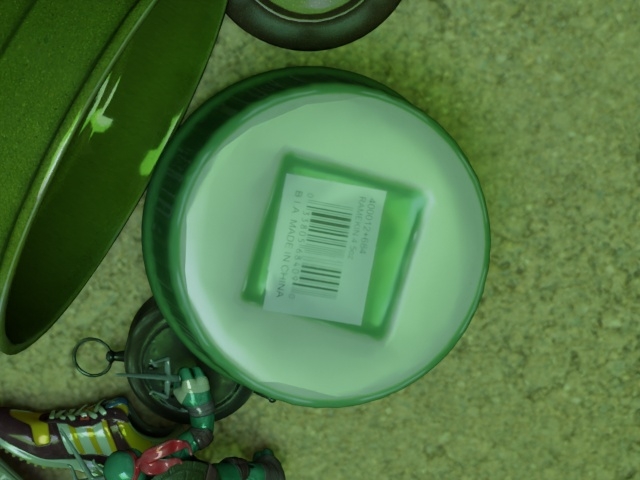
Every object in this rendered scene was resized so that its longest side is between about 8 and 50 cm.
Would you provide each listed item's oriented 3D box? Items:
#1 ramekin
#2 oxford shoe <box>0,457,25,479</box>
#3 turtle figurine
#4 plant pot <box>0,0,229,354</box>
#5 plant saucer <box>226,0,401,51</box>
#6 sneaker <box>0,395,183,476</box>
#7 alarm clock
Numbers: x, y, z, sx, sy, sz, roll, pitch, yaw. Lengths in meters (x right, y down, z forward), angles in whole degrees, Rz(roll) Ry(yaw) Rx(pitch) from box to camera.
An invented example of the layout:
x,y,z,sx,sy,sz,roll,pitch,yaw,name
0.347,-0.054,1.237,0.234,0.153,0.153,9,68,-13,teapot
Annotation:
x,y,z,sx,sy,sz,roll,pitch,yaw,name
0.000,0.000,1.201,0.303,0.148,0.303,-1,96,-9,ramekin
-0.354,0.260,1.294,0.169,0.130,0.449,-38,97,-23,oxford shoe
-0.138,0.212,1.253,0.175,0.118,0.234,-39,139,14,turtle figurine
-0.309,-0.152,1.098,0.353,0.366,0.366,28,104,2,plant pot
-0.010,-0.261,1.213,0.199,0.036,0.198,-1,107,-2,plant saucer
-0.223,0.178,1.325,0.185,0.069,0.084,20,103,-16,sneaker
-0.139,0.110,1.309,0.192,0.064,0.129,-2,107,2,alarm clock
